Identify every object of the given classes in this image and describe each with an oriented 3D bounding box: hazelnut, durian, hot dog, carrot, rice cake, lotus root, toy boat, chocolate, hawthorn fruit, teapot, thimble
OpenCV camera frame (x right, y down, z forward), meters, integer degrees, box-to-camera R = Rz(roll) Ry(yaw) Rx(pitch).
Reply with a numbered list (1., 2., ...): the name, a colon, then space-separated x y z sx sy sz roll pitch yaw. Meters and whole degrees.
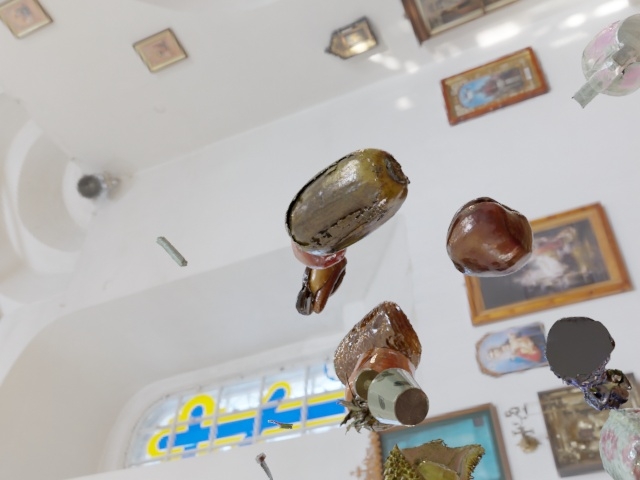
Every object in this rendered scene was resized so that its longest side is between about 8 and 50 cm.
1. hazelnut: 0.350 0.001 1.385 0.204 0.178 0.178 -52 -56 -73
2. durian: 0.269 0.556 1.573 0.306 0.172 0.166 1 -114 -33
3. hot dog: 0.028 0.150 2.525 0.194 0.107 0.326 46 -128 -50
4. carrot: 0.172 0.438 1.945 0.331 0.193 0.214 -55 -28 -58
5. rice cake: -0.377 0.028 1.687 0.022 0.021 0.121 -15 -136 -43
6. lotus root: 0.052 -0.084 1.630 0.179 0.397 0.195 2 -119 -46
7. toy boat: -0.169 0.744 2.129 0.122 0.034 0.096 63 178 7
8. chocolate: 0.546 0.274 1.325 0.343 0.148 0.126 45 -115 -46
9. hawthorn fruit: 0.000 0.000 1.950 0.200 0.179 0.179 -135 24 -76
10. teapot: 0.686 -0.429 1.540 0.178 0.222 0.163 87 164 -79
11. thimble: 0.715 0.465 1.445 0.211 0.185 0.149 52 178 -10
12. hot dog: 0.198 0.375 2.286 0.174 0.387 0.267 3 -128 -37

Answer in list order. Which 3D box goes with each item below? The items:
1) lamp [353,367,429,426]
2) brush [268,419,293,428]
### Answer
1. lamp: 0.148 0.331 1.429 0.215 0.121 0.121 -1 108 70
2. brush: -0.122 0.557 2.006 0.083 0.019 0.021 19 -114 -28
